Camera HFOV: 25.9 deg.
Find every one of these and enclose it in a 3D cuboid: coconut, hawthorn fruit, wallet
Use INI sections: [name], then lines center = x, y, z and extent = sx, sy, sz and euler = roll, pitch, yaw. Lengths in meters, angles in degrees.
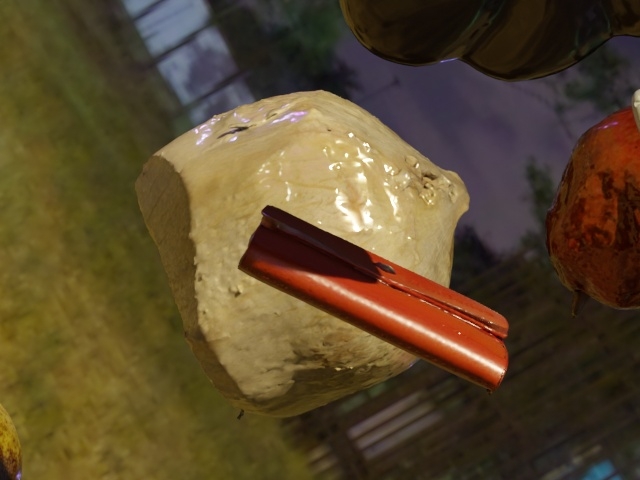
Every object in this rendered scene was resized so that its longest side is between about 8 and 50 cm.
[coconut]
center = 0.000, 0.000, 1.680
extent = 0.404, 0.405, 0.404
euler = 61, -5, 10
[hawthorn fruit]
center = 0.271, -0.027, 1.156
extent = 0.173, 0.179, 0.173
euler = -21, 90, -82
[wallet]
center = 0.041, 0.039, 1.020
extent = 0.204, 0.045, 0.142
euler = 26, 10, -1

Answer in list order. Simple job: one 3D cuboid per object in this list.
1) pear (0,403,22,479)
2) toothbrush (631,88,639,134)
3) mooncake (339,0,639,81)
[pear]
center = -0.418, 0.226, 1.456
extent = 0.197, 0.197, 0.197
euler = 61, -5, 10
[toothbrush]
center = 0.254, 0.012, 0.961
extent = 0.026, 0.022, 0.263
euler = 37, 39, -59
[mooncake]
center = 0.118, -0.225, 0.789
extent = 0.306, 0.306, 0.154
euler = 67, 19, -48
